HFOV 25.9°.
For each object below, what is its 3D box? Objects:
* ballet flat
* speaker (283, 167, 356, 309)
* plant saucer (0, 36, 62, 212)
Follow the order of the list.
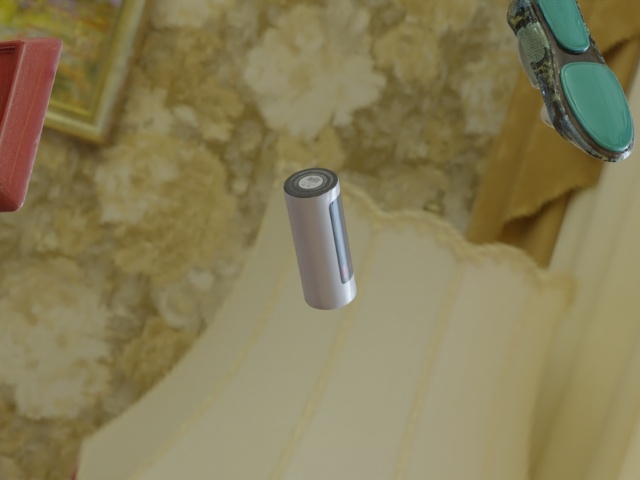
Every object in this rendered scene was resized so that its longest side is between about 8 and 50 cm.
[{"bbox_3d":[0.191,-0.126,1.085,0.070,0.188,0.070,-9,-31,-5],"label":"ballet flat"},{"bbox_3d":[0.000,0.000,1.360,0.055,0.136,0.055,-7,33,4],"label":"speaker"},{"bbox_3d":[-0.480,-0.155,1.804,0.259,0.258,0.048,-3,-27,23],"label":"plant saucer"}]
